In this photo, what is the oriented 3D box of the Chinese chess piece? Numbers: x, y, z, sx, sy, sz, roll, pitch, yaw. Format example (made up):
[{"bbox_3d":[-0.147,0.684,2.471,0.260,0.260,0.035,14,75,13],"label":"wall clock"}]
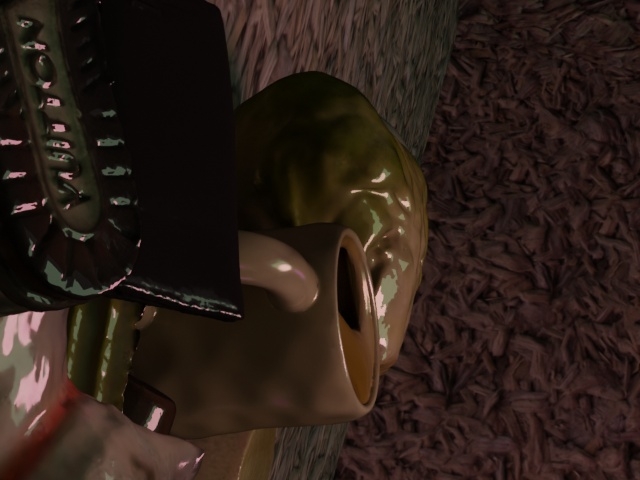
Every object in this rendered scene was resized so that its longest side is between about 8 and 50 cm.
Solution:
[{"bbox_3d":[-0.119,0.274,1.627,0.238,0.092,0.238,11,90,-82],"label":"Chinese chess piece"}]

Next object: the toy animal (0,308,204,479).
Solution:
[{"bbox_3d":[-0.156,0.059,0.849,0.308,0.188,0.266,-64,155,-43],"label":"toy animal"}]

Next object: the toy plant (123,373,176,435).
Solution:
[{"bbox_3d":[-0.184,0.194,1.109,0.200,0.105,0.143,-58,-172,-5],"label":"toy plant"}]

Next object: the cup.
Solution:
[{"bbox_3d":[-0.074,0.077,1.203,0.255,0.202,0.173,-7,90,-77],"label":"cup"}]

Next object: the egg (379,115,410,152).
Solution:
[{"bbox_3d":[0.030,-0.067,1.823,0.264,0.183,0.183,-78,175,-55],"label":"egg"}]

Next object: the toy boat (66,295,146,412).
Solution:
[{"bbox_3d":[-0.165,0.061,1.024,0.111,0.084,0.276,132,-28,-74],"label":"toy boat"}]

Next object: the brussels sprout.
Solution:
[{"bbox_3d":[-0.003,-0.006,1.450,0.274,0.242,0.317,-159,-120,-79],"label":"brussels sprout"}]

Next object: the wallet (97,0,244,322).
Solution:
[{"bbox_3d":[-0.104,-0.069,1.008,0.124,0.025,0.244,16,59,-43],"label":"wallet"}]

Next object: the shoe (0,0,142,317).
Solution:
[{"bbox_3d":[-0.183,-0.094,0.713,0.109,0.149,0.293,2,70,-51],"label":"shoe"}]
